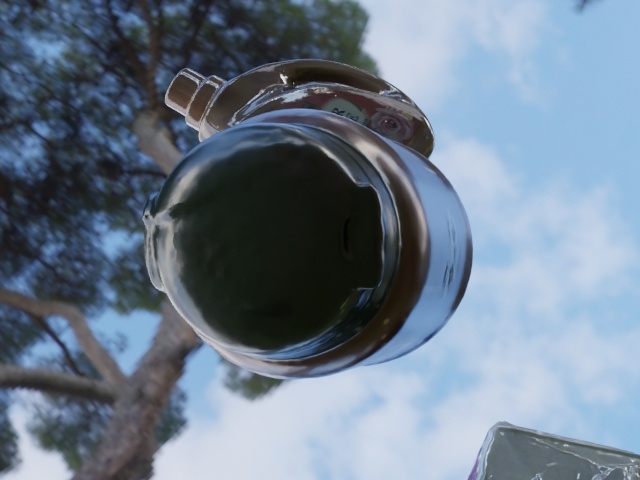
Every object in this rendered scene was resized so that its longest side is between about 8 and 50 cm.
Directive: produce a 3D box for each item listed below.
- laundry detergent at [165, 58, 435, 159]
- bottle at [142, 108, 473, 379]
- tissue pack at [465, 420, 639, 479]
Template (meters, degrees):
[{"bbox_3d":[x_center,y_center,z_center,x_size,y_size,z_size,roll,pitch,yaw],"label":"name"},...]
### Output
[{"bbox_3d":[-0.013,-0.109,1.503,0.171,0.237,0.076,-52,-12,-37],"label":"laundry detergent"},{"bbox_3d":[0.000,0.000,0.855,0.144,0.336,0.144,0,-92,9],"label":"bottle"},{"bbox_3d":[0.194,0.317,1.300,0.242,0.160,0.338,18,-47,1],"label":"tissue pack"}]
